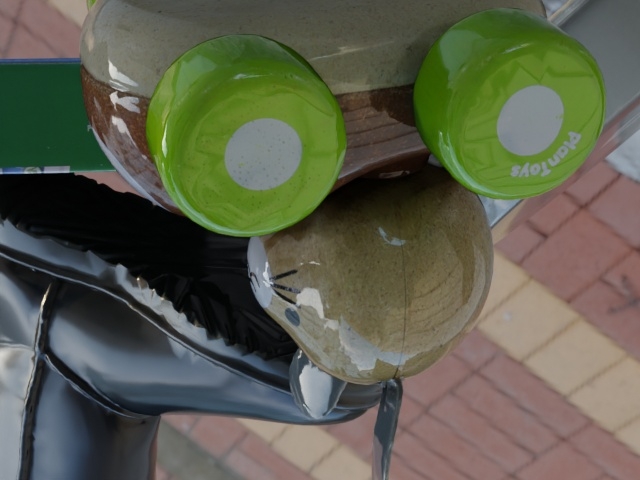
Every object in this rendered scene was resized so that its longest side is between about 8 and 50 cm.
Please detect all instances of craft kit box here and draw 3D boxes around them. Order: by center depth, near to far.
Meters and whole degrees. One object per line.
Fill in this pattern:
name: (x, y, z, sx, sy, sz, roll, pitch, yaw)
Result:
craft kit box: (-0.177, -0.064, 0.708, 0.249, 0.246, 0.061, -2, 98, -7)

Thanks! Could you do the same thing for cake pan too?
cake pan: (0.155, -0.088, 0.738, 0.054, 0.293, 0.293, 50, 142, 8)

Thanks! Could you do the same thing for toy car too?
toy car: (0.000, 0.000, 0.461, 0.155, 0.149, 0.188, -122, 28, -59)

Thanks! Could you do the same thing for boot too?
boot: (-0.084, 0.093, 0.709, 0.246, 0.094, 0.207, 21, 120, 21)
